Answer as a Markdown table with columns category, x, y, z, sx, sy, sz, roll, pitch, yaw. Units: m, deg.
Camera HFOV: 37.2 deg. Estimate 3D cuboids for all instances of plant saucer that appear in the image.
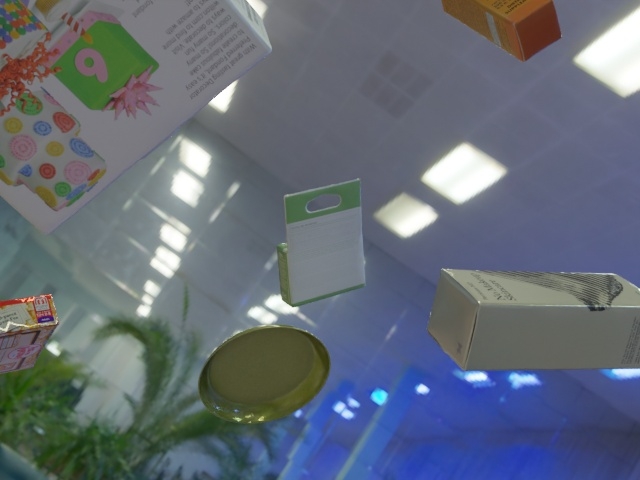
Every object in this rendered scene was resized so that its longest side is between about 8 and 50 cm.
| category | x | y | z | sx | sy | sz | roll | pitch | yaw |
| --- | --- | --- | --- | --- | --- | --- | --- | --- | --- |
| plant saucer | -0.102 | 0.231 | 1.696 | 0.241 | 0.241 | 0.037 | 49 | 11 | -41 |

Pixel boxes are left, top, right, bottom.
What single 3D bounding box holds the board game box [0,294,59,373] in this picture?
| category | x | y | z | sx | sy | sz | roll | pitch | yaw |
| --- | --- | --- | --- | --- | --- | --- | --- | --- | --- |
| board game box | -0.438 | 0.130 | 1.175 | 0.147 | 0.193 | 0.045 | -46 | -121 | 48 |

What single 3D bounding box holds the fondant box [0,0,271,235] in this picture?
| category | x | y | z | sx | sy | sz | roll | pitch | yaw |
| --- | --- | --- | --- | --- | --- | --- | --- | --- | --- |
| fondant box | -0.232 | -0.200 | 0.707 | 0.330 | 0.238 | 0.096 | 48 | 12 | -25 |

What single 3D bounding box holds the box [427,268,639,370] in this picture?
| category | x | y | z | sx | sy | sz | roll | pitch | yaw |
| --- | --- | --- | --- | --- | --- | --- | --- | --- | --- |
| box | 0.285 | 0.100 | 1.208 | 0.275 | 0.094 | 0.113 | 2 | 21 | -23 |

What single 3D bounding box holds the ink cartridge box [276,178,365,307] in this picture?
| category | x | y | z | sx | sy | sz | roll | pitch | yaw |
| --- | --- | --- | --- | --- | --- | --- | --- | --- | --- |
| ink cartridge box | 0.000 | 0.000 | 1.857 | 0.056 | 0.171 | 0.235 | 32 | -49 | 57 |

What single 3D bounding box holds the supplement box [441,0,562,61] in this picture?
| category | x | y | z | sx | sy | sz | roll | pitch | yaw |
| --- | --- | --- | --- | --- | --- | --- | --- | --- | --- |
| supplement box | 0.273 | -0.367 | 1.487 | 0.233 | 0.078 | 0.080 | 49 | -8 | 50 |
